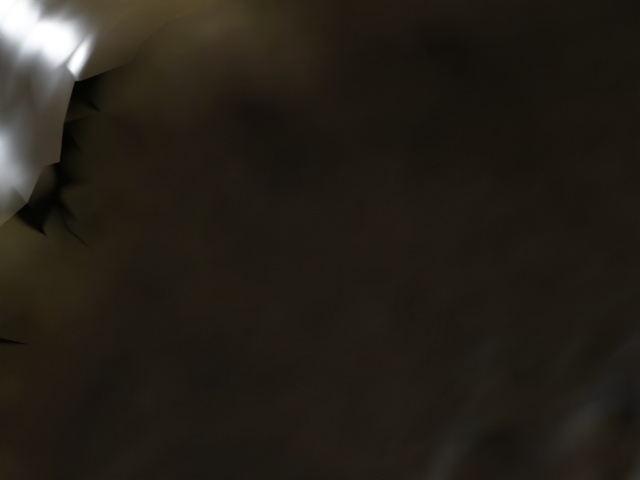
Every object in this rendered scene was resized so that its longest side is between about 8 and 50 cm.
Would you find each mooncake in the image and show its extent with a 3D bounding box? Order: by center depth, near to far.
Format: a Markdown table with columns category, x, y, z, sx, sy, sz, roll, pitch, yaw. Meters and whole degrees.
| category | x | y | z | sx | sy | sz | roll | pitch | yaw |
| --- | --- | --- | --- | --- | --- | --- | --- | --- | --- |
| mooncake | 0.000 | 0.002 | 0.509 | 0.324 | 0.324 | 0.187 | -56 | 46 | 14 |
